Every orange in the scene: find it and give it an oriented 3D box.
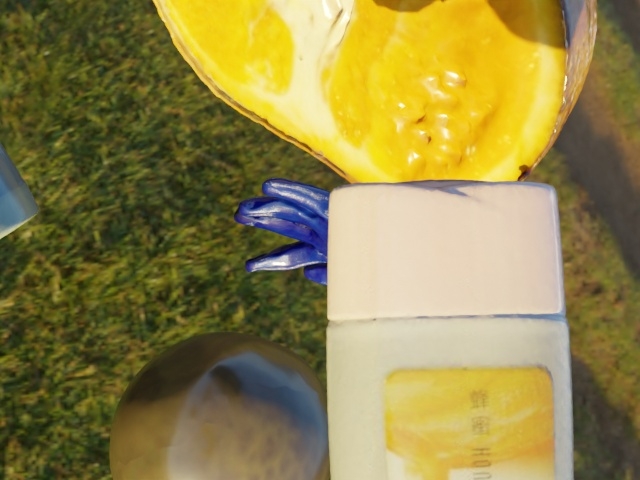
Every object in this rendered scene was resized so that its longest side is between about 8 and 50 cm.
[{"bbox_3d":[0.034,-0.162,0.725,0.274,0.274,0.310,38,14,-39],"label":"orange"}]

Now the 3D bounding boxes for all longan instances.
[{"bbox_3d":[-0.082,0.170,0.932,0.212,0.198,0.198,49,46,-51],"label":"longan"}]

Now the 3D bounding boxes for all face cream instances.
[{"bbox_3d":[0.045,0.078,0.378,0.084,0.057,0.198,-1,85,-7],"label":"face cream"}]

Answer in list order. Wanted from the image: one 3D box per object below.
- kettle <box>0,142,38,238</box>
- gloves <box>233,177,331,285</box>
[{"bbox_3d":[-0.486,-0.102,1.074,0.342,0.247,0.319,63,36,-13],"label":"kettle"},{"bbox_3d":[0.000,0.000,0.530,0.064,0.086,0.026,102,2,-48],"label":"gloves"}]
